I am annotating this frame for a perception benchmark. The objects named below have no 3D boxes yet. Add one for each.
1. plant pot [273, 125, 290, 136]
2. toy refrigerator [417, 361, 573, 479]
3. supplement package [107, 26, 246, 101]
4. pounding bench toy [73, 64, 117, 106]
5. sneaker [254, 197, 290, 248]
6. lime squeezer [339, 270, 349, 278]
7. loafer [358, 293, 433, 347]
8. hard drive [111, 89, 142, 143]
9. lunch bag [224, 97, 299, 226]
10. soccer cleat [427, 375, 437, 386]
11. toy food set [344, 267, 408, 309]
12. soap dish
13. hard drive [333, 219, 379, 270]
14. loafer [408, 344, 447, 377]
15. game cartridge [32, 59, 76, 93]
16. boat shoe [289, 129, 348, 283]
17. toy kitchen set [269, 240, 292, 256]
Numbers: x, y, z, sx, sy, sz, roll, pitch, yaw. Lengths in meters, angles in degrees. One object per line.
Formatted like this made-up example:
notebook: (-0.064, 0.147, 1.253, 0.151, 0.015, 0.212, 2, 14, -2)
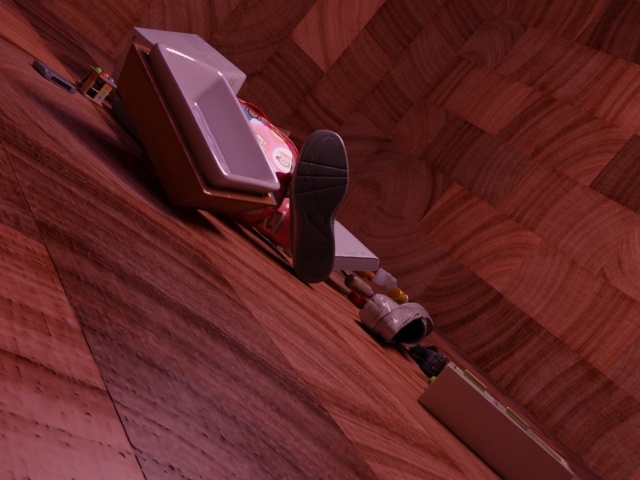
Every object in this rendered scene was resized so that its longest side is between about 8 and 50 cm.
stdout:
plant pot: (-0.251, -0.265, 1.994, 0.254, 0.237, 0.237, 24, 5, -5)
toy refrigerator: (0.307, 0.334, 1.197, 0.269, 0.094, 0.102, 41, 4, 15)
supplement package: (-0.376, -0.410, 1.777, 0.199, 0.198, 0.263, 41, 26, 13)
pounding bench toy: (-0.494, -0.345, 1.476, 0.083, 0.065, 0.052, 42, 4, 33)
sneaker: (-0.149, -0.071, 1.525, 0.314, 0.115, 0.136, 33, 13, 14)
lime squeezer: (0.018, 0.044, 2.028, 0.110, 0.059, 0.310, 41, 3, 23)
loafer: (0.196, 0.205, 1.585, 0.111, 0.112, 0.319, 48, 15, 29)
hard drive: (-0.368, -0.237, 1.522, 0.255, 0.054, 0.172, 42, 4, 42)
lunch bag: (-0.187, -0.197, 1.411, 0.293, 0.120, 0.258, 37, 47, -20)
soccer cleat: (0.294, 0.332, 1.377, 0.179, 0.060, 0.072, 37, 3, -9)
toy food set: (0.148, 0.137, 1.760, 0.104, 0.111, 0.232, 38, -4, -41)
soap dish: (-0.210, -0.179, 1.169, 0.290, 0.118, 0.229, 63, 21, 13)
hard drive: (0.000, 0.000, 1.800, 0.203, 0.040, 0.307, 3, 20, -23)
loafer: (0.264, 0.280, 1.640, 0.062, 0.061, 0.170, 38, 4, -18)
game cartridge: (-0.518, -0.319, 1.319, 0.056, 0.017, 0.083, 46, 6, 26)
boat shoe: (-0.015, -0.073, 1.431, 0.118, 0.320, 0.103, -1, 13, -19)
toy kitchen set: (-0.079, -0.014, 1.617, 0.083, 0.075, 0.068, 43, 6, 26)
